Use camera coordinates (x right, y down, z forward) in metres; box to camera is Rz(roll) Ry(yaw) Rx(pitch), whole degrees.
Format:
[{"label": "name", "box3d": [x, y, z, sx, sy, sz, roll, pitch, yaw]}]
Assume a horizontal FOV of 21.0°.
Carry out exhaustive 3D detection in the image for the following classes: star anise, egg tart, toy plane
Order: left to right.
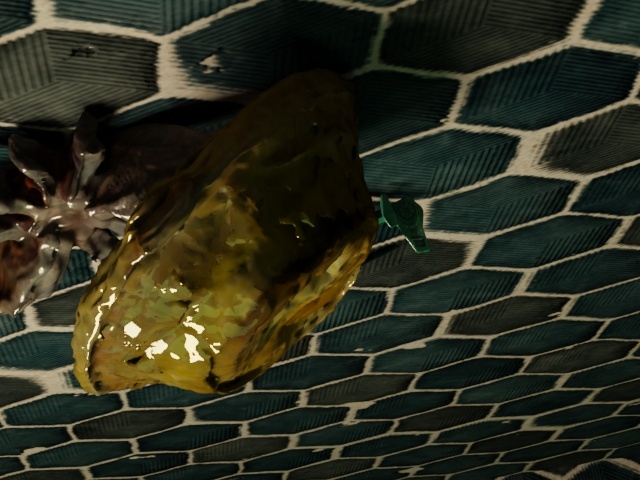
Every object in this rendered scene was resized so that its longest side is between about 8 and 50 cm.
[{"label": "star anise", "box3d": [-0.185, -0.025, 1.439, 0.257, 0.111, 0.198, -17, 150, 2]}, {"label": "egg tart", "box3d": [-0.061, 0.019, 1.376, 0.341, 0.129, 0.341, -43, 169, -11]}, {"label": "toy plane", "box3d": [0.000, 0.000, 1.653, 0.235, 0.096, 0.060, -22, 172, -26]}]
